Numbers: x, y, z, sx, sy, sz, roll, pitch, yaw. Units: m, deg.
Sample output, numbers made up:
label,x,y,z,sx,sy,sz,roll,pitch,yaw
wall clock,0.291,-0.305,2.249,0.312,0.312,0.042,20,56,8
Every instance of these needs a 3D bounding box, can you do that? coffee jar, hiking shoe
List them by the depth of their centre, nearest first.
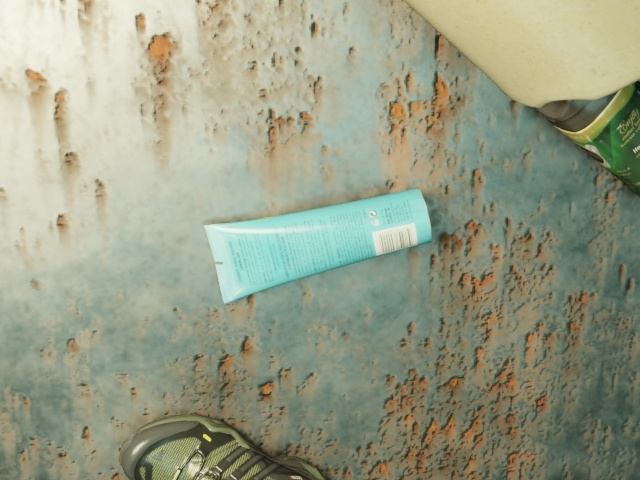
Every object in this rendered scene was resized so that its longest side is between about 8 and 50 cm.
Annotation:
label,x,y,z,sx,sy,sz,roll,pitch,yaw
coffee jar,0.289,-0.103,0.926,0.184,0.096,0.079,35,99,-19
hiking shoe,-0.083,0.239,0.949,0.227,0.114,0.086,20,102,-16

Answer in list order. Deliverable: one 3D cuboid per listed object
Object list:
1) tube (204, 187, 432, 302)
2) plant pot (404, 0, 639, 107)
label,x,y,z,sx,sy,sz,roll,pitch,yaw
tube,0.000,0.000,0.929,0.207,0.052,0.080,-13,104,-1
plant pot,0.150,-0.278,0.750,0.334,0.334,0.305,-44,121,4
